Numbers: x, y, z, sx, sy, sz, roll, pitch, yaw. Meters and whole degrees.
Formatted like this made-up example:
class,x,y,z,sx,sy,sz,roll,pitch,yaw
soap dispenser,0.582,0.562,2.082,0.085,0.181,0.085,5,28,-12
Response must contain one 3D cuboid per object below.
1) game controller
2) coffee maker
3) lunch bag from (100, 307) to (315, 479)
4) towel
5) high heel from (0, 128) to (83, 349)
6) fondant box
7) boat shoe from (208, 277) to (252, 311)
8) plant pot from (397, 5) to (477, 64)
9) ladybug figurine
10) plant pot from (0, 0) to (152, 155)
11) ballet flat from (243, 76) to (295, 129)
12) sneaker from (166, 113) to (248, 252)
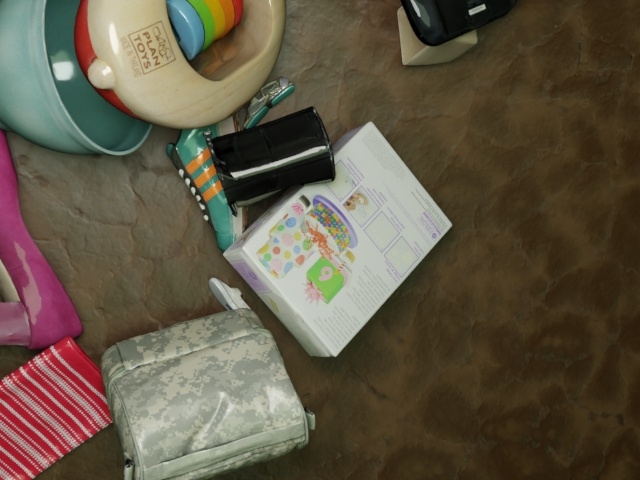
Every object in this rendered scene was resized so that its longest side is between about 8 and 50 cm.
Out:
class,x,y,z,sx,sy,sz,roll,pitch,yaw
game controller,0.226,-0.426,1.555,0.319,0.067,0.166,-32,111,-44
coffee maker,-0.072,-0.126,1.444,0.178,0.171,0.120,-19,84,-3
lunch bag,-0.190,0.273,1.521,0.305,0.256,0.212,-13,115,-19
towel,-0.472,0.298,1.575,0.275,0.031,0.199,-35,124,-5
high heel,-0.484,-0.010,1.545,0.181,0.127,0.377,-2,95,-41
fondant box,0.035,-0.003,1.586,0.330,0.096,0.238,-46,105,-25
boat shoe,-0.154,0.099,1.649,0.100,0.035,0.035,51,59,-10
plant pot,0.205,-0.360,1.609,0.096,0.109,0.109,7,69,-29
ladybug figurine,-0.211,-0.323,1.394,0.162,0.449,0.305,-5,115,32
plant pot,-0.404,-0.263,1.431,0.196,0.293,0.293,-6,101,22
ballet flat,-0.095,-0.237,1.611,0.114,0.041,0.041,-43,104,-4
sneaker,-0.190,-0.121,1.578,0.121,0.108,0.302,-6,101,2
